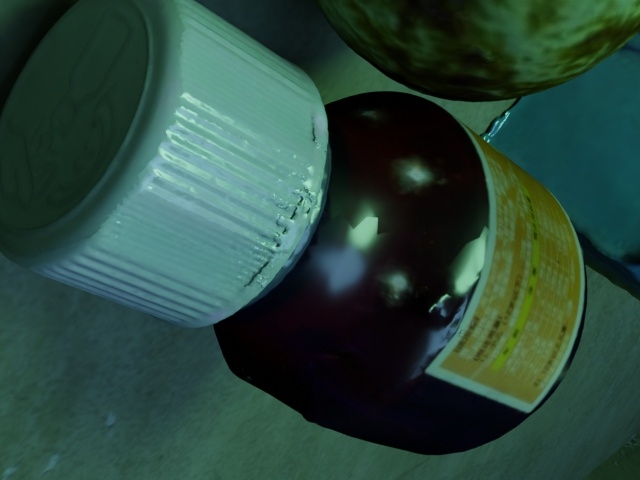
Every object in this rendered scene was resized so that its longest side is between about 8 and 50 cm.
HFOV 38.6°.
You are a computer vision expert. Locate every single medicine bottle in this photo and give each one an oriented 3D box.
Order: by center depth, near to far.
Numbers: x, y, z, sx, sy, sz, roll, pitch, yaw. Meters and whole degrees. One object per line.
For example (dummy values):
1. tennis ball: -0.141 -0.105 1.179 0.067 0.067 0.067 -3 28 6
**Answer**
1. medicine bottle: 0.000 0.000 0.590 0.395 0.242 0.242 27 103 -49

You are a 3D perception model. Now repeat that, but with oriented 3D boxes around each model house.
1. model house: 0.342 -0.056 1.005 0.215 0.237 0.303 -48 150 -2

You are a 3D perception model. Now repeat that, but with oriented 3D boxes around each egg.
1. egg: 0.095 -0.198 0.532 0.238 0.238 0.289 -42 172 -11
